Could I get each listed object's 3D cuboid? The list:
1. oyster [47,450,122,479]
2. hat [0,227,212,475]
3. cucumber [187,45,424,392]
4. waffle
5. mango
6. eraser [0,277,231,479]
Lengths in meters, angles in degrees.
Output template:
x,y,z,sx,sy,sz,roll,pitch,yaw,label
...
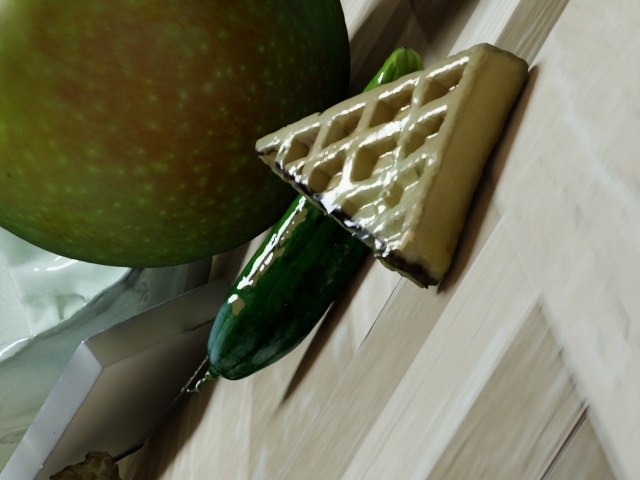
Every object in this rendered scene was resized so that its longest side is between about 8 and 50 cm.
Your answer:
x,y,z,sx,sy,sz,roll,pitch,yaw,label
-0.146,0.184,0.964,0.105,0.056,0.177,97,-164,-63,oyster
-0.156,0.066,1.219,0.257,0.168,0.301,-94,6,-46,hat
0.000,0.000,0.737,0.168,0.039,0.039,-57,9,12,cucumber
0.006,-0.014,0.658,0.153,0.023,0.097,-17,40,52,waffle
-0.084,-0.100,1.001,0.201,0.225,0.382,-51,-8,15,mango
-0.112,0.086,1.008,0.104,0.023,0.150,-25,-21,-43,eraser
